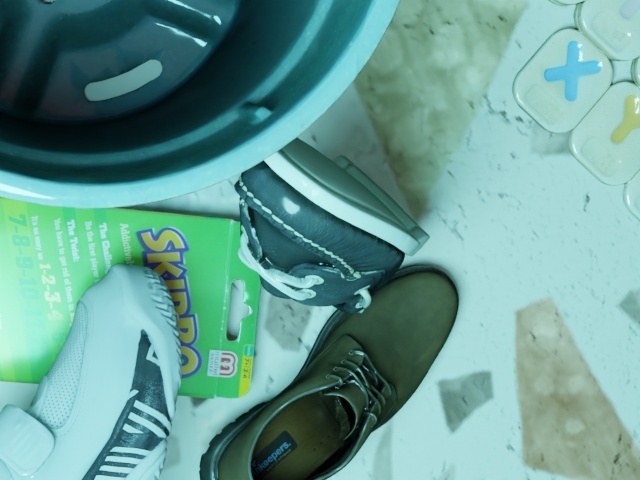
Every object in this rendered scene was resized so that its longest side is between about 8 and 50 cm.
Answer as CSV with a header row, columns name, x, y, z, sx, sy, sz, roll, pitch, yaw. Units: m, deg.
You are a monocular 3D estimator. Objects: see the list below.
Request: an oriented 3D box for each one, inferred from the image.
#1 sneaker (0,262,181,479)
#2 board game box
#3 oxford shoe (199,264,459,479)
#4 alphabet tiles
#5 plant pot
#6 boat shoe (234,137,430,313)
name,x,y,z,sx,sy,sz,roll,pitch,yaw
sneaker,-0.219,0.163,1.074,0.210,0.137,0.366,19,70,-13
board game box,-0.171,0.036,1.195,0.259,0.039,0.124,6,92,-8
oxford shoe,0.024,0.102,1.193,0.083,0.096,0.227,47,69,-10
alphabet tiles,0.283,-0.154,1.274,0.284,0.021,0.278,43,85,-9
plant pot,-0.143,-0.191,1.038,0.341,0.334,0.341,0,92,-10
boat shoe,0.000,0.000,1.093,0.114,0.302,0.091,43,95,15
